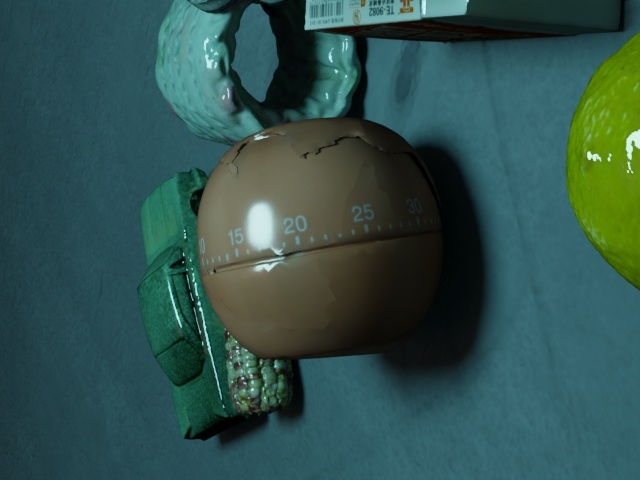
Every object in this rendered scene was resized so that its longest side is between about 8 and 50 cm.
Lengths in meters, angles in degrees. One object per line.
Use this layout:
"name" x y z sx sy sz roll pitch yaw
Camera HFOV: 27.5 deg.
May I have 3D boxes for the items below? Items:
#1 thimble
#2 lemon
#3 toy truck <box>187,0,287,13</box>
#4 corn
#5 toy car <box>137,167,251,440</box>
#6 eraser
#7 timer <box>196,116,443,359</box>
"thimble" -0.063 -0.198 1.336 0.149 0.185 0.211 13 92 58
"lemon" 0.253 -0.048 0.821 0.231 0.192 0.192 35 122 44
"toy truck" -0.025 -0.341 1.128 0.387 0.173 0.207 -4 70 32
"corn" -0.079 0.082 1.493 0.079 0.079 0.237 -24 73 57
"toy car" -0.161 0.078 1.607 0.141 0.097 0.321 -35 64 54
"eraser" 0.111 -0.188 1.071 0.230 0.157 0.038 10 98 58
"timer" 0.000 0.000 1.207 0.229 0.229 0.215 -10 84 59
